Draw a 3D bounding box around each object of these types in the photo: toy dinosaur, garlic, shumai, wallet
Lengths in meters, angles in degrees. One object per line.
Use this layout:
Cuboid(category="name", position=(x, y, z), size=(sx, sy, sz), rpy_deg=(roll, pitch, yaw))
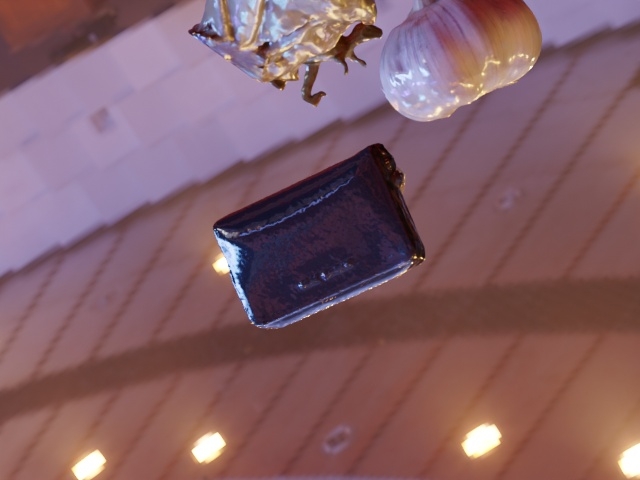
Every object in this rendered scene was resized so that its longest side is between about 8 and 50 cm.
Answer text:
Cuboid(category="toy dinosaur", position=(-0.022, -0.236, 1.947), size=(0.126, 0.162, 0.039), rpy_deg=(-56, -175, 10))
Cuboid(category="garlic", position=(0.138, -0.260, 1.865), size=(0.199, 0.226, 0.199), rpy_deg=(-23, -179, 0))
Cuboid(category="shumai", position=(-0.058, -0.206, 1.347), size=(0.120, 0.201, 0.201), rpy_deg=(-52, -156, 0))
Cuboid(category="wallet", position=(0.000, 0.000, 1.843), size=(0.250, 0.149, 0.044), rpy_deg=(-23, 176, 28))

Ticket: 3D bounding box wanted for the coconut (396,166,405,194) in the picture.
Cuboid(category="coconut", position=(0.071, -0.071, 2.150), size=(0.083, 0.082, 0.081), rpy_deg=(-23, -138, 46))
